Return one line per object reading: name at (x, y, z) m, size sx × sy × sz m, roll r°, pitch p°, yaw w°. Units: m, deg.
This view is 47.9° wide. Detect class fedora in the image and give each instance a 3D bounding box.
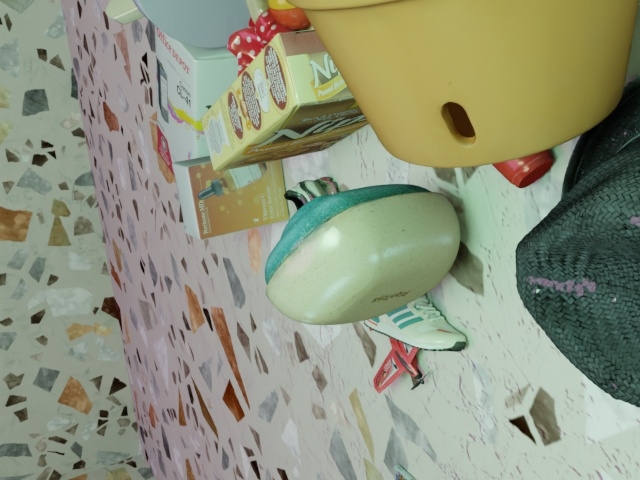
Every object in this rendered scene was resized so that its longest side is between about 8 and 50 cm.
fedora at (0.254, 0.022, 0.502) m, size 0.334 × 0.152 × 0.334 m, roll 38°, pitch 135°, yaw 52°

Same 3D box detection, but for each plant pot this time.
plant pot at (0.120, -0.190, 0.558) m, size 0.291 × 0.291 × 0.203 m, roll 31°, pitch 146°, yaw 56°

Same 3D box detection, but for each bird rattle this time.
bird rattle at (-0.061, -0.329, 1.004) m, size 0.207 × 0.143 × 0.253 m, roll 20°, pitch 125°, yaw 41°

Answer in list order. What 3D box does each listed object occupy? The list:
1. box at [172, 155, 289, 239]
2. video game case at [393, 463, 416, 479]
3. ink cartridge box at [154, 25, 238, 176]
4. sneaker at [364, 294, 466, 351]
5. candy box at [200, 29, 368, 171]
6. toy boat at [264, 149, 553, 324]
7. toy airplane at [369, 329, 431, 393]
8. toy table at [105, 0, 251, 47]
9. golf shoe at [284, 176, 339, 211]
box at (-0.155, -0.085, 1.257) m, size 0.091 × 0.170 × 0.130 m, roll 19°, pitch 120°, yaw 60°
video game case at (0.149, 0.402, 1.074) m, size 0.122 × 0.011 × 0.087 m, roll 29°, pitch 129°, yaw 57°
ink cartridge box at (-0.215, -0.249, 1.344) m, size 0.226 × 0.131 × 0.306 m, roll 51°, pitch 146°, yaw 41°
sneaker at (0.120, 0.092, 0.920) m, size 0.161 × 0.057 × 0.075 m, roll 15°, pitch 97°, yaw 52°
candy box at (-0.019, -0.176, 0.919) m, size 0.316 × 0.183 × 0.087 m, roll -16°, pitch 89°, yaw 65°
toy boat at (0.088, -0.041, 0.769) m, size 0.318 × 0.267 × 0.148 m, roll -45°, pitch 66°, yaw 26°
toy airplane at (0.103, 0.141, 1.007) m, size 0.151 × 0.028 × 0.151 m, roll 6°, pitch 98°, yaw 50°
toy table at (-0.222, -0.421, 1.103) m, size 0.161 × 0.252 × 0.274 m, roll 42°, pitch -178°, yaw 27°
golf shoe at (0.000, 0.000, 1.086) m, size 0.067 × 0.086 × 0.186 m, roll -28°, pitch 79°, yaw 62°
